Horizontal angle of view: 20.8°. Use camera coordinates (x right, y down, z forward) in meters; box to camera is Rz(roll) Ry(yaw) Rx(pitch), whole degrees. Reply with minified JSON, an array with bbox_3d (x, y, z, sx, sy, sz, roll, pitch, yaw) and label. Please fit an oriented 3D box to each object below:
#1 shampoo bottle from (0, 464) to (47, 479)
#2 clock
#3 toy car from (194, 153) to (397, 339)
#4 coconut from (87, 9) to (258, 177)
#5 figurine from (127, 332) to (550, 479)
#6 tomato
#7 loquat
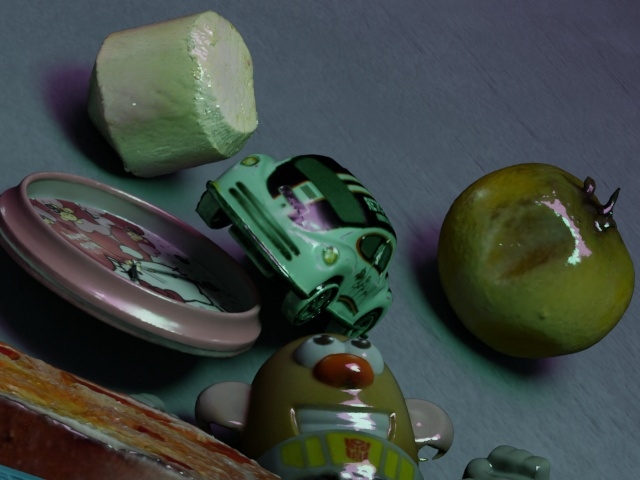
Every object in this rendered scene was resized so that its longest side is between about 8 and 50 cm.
[{"bbox_3d":[-0.139,0.293,0.868,0.343,0.331,0.331,25,34,-27],"label":"shampoo bottle"},{"bbox_3d":[-0.158,0.022,1.433,0.244,0.056,0.244,28,14,-7],"label":"clock"},{"bbox_3d":[0.000,0.000,1.547,0.136,0.125,0.306,49,5,17],"label":"toy car"},{"bbox_3d":[-0.145,-0.134,1.613,0.147,0.153,0.147,-14,90,-70],"label":"coconut"},{"bbox_3d":[0.009,0.187,1.353,0.343,0.167,0.285,29,27,-19],"label":"figurine"},{"bbox_3d":[-0.181,0.161,1.128,0.338,0.143,0.338,26,-1,0],"label":"tomato"},{"bbox_3d":[0.223,0.020,1.796,0.213,0.213,0.213,30,32,-21],"label":"loquat"}]
